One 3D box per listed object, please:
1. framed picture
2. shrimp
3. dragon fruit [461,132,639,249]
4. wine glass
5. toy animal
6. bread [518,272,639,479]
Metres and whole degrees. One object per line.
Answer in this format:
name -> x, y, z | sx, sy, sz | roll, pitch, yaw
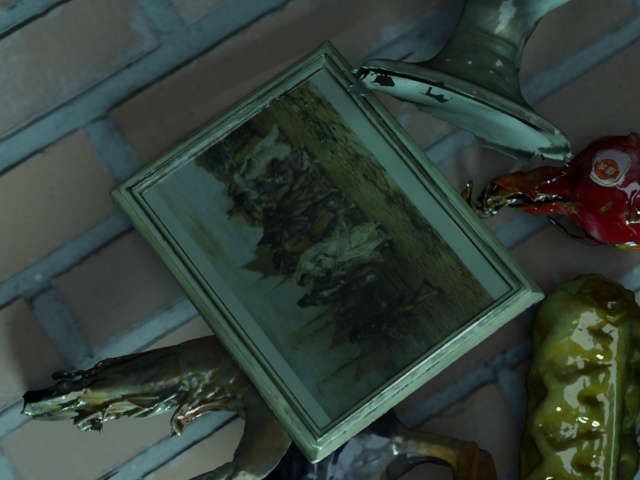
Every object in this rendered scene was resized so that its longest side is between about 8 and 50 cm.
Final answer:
framed picture -> 0.000, 0.000, 1.236 | 0.217, 0.017, 0.274 | -37, 70, -9
shrimp -> -0.119, 0.142, 1.231 | 0.219, 0.046, 0.152 | -7, 53, 10
dragon fruit -> 0.205, -0.035, 1.287 | 0.190, 0.094, 0.094 | -2, 91, 0
wine glass -> 0.163, -0.242, 1.225 | 0.190, 0.190, 0.357 | 25, 87, -7
toy animal -> 0.033, 0.174, 1.242 | 0.185, 0.122, 0.298 | -10, 76, 18
bread -> 0.202, 0.159, 1.290 | 0.098, 0.087, 0.269 | 5, 90, -3
